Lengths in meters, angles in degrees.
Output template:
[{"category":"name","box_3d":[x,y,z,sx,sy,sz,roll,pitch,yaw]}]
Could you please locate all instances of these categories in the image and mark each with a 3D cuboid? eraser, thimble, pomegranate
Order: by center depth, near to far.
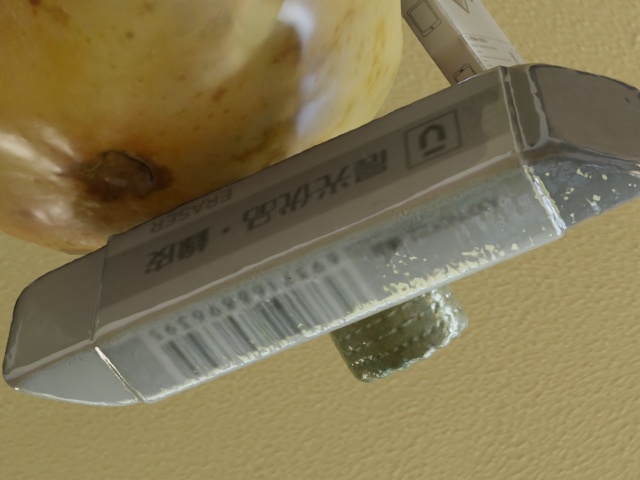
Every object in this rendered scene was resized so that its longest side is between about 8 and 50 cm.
[{"category":"eraser","box_3d":[0.000,0.000,0.704,0.351,0.089,0.061,-24,-56,16]},{"category":"pomegranate","box_3d":[-0.104,-0.158,0.829,0.342,0.342,0.343,0,-91,22]},{"category":"thimble","box_3d":[0.054,0.062,1.048,0.110,0.084,0.062,-28,-87,43]}]

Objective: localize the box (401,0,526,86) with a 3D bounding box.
[{"category":"box","box_3d":[0.105,-0.165,1.079,0.033,0.129,0.247,-39,-104,23]}]
